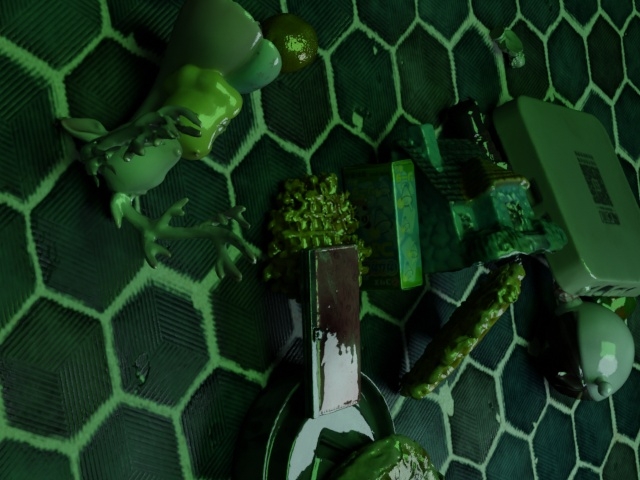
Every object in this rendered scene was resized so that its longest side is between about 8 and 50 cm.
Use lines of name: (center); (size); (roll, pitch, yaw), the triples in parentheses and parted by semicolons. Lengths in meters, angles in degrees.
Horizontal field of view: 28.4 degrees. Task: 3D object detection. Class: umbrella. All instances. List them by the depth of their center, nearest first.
umbrella: (0.293, -0.092, 2.177); (0.090, 0.094, 0.326); (-56, 131, -55)

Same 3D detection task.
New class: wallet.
wallet: (0.016, 0.122, 1.755); (0.119, 0.025, 0.232); (-9, 99, -53)

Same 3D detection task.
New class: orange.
orange: (-0.049, -0.272, 1.752); (0.095, 0.085, 0.085); (-28, 110, -51)

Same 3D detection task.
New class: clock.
clock: (-0.002, 0.334, 1.799); (0.319, 0.066, 0.318); (5, 84, -52)

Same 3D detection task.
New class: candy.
candy: (0.095, -0.022, 1.914); (0.062, 0.097, 0.194); (-10, 95, -53)

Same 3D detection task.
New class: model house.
model house: (0.238, -0.073, 2.006); (0.261, 0.226, 0.241); (-7, 83, -54)

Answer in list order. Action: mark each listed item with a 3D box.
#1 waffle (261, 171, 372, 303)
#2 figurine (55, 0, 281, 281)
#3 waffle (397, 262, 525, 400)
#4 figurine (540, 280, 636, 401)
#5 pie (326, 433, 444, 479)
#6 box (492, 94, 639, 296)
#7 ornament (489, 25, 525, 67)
waffle: (0.000, 0.000, 1.813); (0.193, 0.070, 0.197); (38, 60, -44)
figurine: (-0.165, -0.131, 1.464); (0.206, 0.284, 0.315); (46, 66, -39)
waffle: (0.222, 0.144, 1.990); (0.051, 0.291, 0.291); (40, 48, 2)
figurine: (0.522, 0.163, 2.405); (0.370, 0.167, 0.281); (-60, 137, -46)
pie: (0.093, 0.424, 1.809); (0.306, 0.071, 0.306); (7, 82, -51)
box: (0.474, -0.073, 2.323); (0.367, 0.090, 0.373); (4, 63, -52)
ornament: (0.344, -0.352, 2.296); (0.092, 0.041, 0.068); (57, 23, -17)
